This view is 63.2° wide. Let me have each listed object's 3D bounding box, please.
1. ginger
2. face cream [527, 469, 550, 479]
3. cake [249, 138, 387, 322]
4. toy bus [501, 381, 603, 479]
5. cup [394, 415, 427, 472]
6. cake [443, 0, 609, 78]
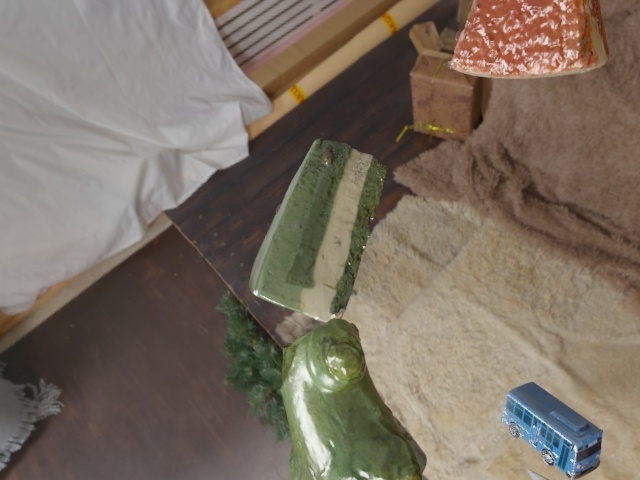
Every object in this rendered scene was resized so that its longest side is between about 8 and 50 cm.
[{"bbox_3d":[0.030,0.203,0.414,0.137,0.089,0.289,-5,92,41],"label":"ginger"},{"bbox_3d":[0.243,0.264,0.446,0.070,0.224,0.114,-30,73,-1],"label":"face cream"},{"bbox_3d":[0.002,-0.006,0.833,0.158,0.283,0.172,22,19,-10],"label":"cake"},{"bbox_3d":[0.596,0.482,1.342,0.116,0.133,0.234,-10,25,-27],"label":"toy bus"},{"bbox_3d":[0.091,0.447,1.195,0.186,0.258,0.234,-37,85,-6],"label":"cup"},{"bbox_3d":[0.263,-0.293,0.555,0.160,0.262,0.158,28,33,19],"label":"cake"}]
